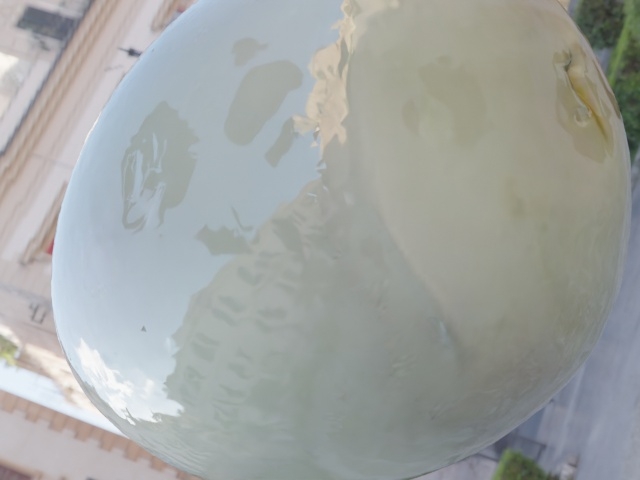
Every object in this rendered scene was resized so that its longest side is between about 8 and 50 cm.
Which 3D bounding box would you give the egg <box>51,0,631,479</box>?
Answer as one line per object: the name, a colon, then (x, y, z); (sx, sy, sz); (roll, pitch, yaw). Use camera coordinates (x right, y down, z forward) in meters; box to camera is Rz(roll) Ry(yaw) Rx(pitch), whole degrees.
egg: (0.000, 0.000, 0.526); (0.345, 0.283, 0.283); (-32, 13, 32)
